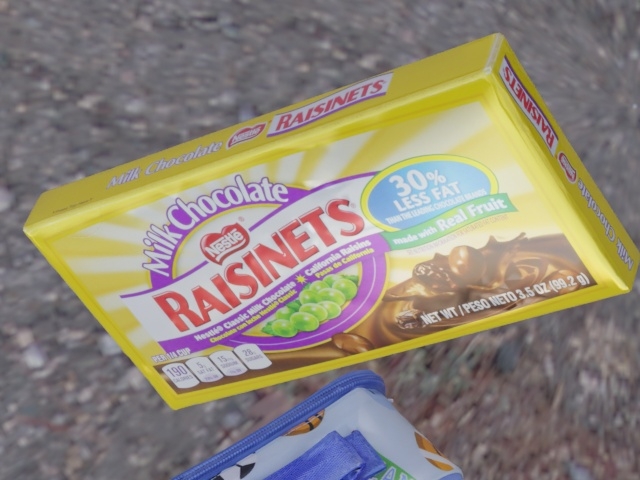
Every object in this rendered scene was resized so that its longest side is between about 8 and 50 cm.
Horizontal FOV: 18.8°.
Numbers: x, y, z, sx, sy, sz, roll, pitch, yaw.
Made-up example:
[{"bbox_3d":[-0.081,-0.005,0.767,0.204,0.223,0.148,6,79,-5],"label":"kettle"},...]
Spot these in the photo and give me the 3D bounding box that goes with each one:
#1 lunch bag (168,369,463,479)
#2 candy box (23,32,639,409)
[{"bbox_3d":[-0.057,0.203,1.125,0.303,0.243,0.115,-30,64,-25],"label":"lunch bag"},{"bbox_3d":[0.000,0.000,0.700,0.206,0.027,0.105,-17,121,32],"label":"candy box"}]
